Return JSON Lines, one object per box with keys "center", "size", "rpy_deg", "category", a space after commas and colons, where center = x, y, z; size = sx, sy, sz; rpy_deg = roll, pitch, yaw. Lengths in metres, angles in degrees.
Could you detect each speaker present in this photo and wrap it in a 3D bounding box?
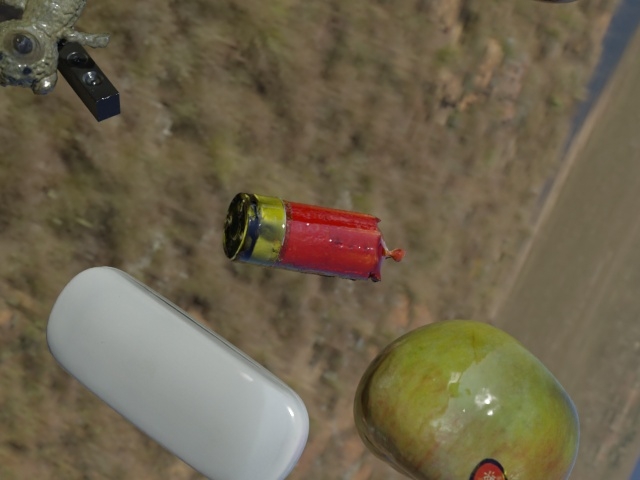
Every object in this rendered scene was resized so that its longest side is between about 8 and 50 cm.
{"center": [-0.363, -0.257, 1.930], "size": [0.040, 0.191, 0.046], "rpy_deg": [-26, 148, -24], "category": "speaker"}

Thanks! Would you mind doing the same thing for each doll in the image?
{"center": [-0.374, -0.346, 1.860], "size": [0.286, 0.202, 0.091], "rpy_deg": [-34, -175, -13], "category": "doll"}

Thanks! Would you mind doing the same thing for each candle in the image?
{"center": [0.000, 0.000, 0.899], "size": [0.052, 0.131, 0.052], "rpy_deg": [-171, -90, -68], "category": "candle"}

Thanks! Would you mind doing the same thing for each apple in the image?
{"center": [0.163, 0.199, 1.435], "size": [0.194, 0.261, 0.261], "rpy_deg": [-49, 159, -9], "category": "apple"}

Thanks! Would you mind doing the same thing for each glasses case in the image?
{"center": [-0.094, 0.087, 0.824], "size": [0.076, 0.197, 0.049], "rpy_deg": [-60, 159, 4], "category": "glasses case"}

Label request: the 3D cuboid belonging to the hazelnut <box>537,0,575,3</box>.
{"center": [0.140, -0.236, 0.809], "size": [0.182, 0.182, 0.182], "rpy_deg": [-53, 158, -33], "category": "hazelnut"}
